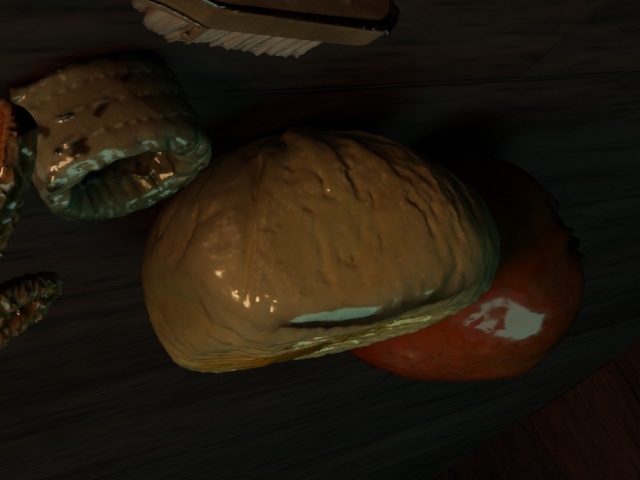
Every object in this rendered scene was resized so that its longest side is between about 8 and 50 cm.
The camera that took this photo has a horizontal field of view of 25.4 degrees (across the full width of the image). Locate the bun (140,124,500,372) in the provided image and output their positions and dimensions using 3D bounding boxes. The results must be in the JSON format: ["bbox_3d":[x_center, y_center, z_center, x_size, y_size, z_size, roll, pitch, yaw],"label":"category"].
[{"bbox_3d":[0.000,0.000,0.952,0.244,0.153,0.244,-12,176,-1],"label":"bun"}]

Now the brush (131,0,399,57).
[{"bbox_3d":[-0.087,-0.118,0.624,0.065,0.070,0.327,-28,165,36],"label":"brush"}]

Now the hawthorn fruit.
[{"bbox_3d":[0.089,0.034,1.159,0.251,0.199,0.199,-18,165,10],"label":"hawthorn fruit"}]

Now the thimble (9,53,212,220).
[{"bbox_3d":[-0.114,-0.055,0.755,0.084,0.062,0.110,-39,161,30],"label":"thimble"}]

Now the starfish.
[{"bbox_3d":[-0.162,0.052,0.488,0.213,0.057,0.238,-38,166,-47],"label":"starfish"}]
